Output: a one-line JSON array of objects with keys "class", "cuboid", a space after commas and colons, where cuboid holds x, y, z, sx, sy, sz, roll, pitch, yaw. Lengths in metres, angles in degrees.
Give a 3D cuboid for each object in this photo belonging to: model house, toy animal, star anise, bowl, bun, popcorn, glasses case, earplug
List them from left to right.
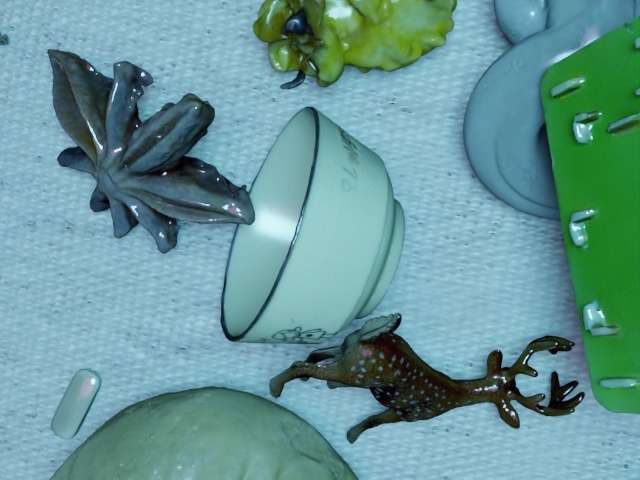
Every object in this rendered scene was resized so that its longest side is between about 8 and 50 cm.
[{"class": "glasses case", "cuboid": [-0.275, 0.184, 0.989, 0.032, 0.021, 0.083, 27, 95, 5]}, {"class": "star anise", "cuboid": [-0.176, -0.090, 0.913, 0.257, 0.110, 0.198, 14, 121, 31]}, {"class": "bun", "cuboid": [-0.121, 0.312, 0.878, 0.362, 0.234, 0.326, 2, 87, 0]}, {"class": "bowl", "cuboid": [0.000, 0.000, 0.861, 0.126, 0.238, 0.238, 18, 94, -16]}, {"class": "popcorn", "cuboid": [0.041, -0.232, 0.884, 0.168, 0.173, 0.195, 37, 86, -18]}, {"class": "toy animal", "cuboid": [0.106, 0.144, 0.874, 0.260, 0.243, 0.087, -20, 61, 33]}, {"class": "earplug", "cuboid": [0.253, -0.177, 0.855, 0.214, 0.175, 0.326, 6, 102, 3]}, {"class": "model house", "cuboid": [0.363, -0.019, 0.781, 0.323, 0.340, 0.300, -5, 83, -21]}]

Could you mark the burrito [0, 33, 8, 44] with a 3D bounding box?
[{"class": "burrito", "cuboid": [-0.411, -0.267, 0.976, 0.055, 0.041, 0.149, -37, 88, -7]}]
